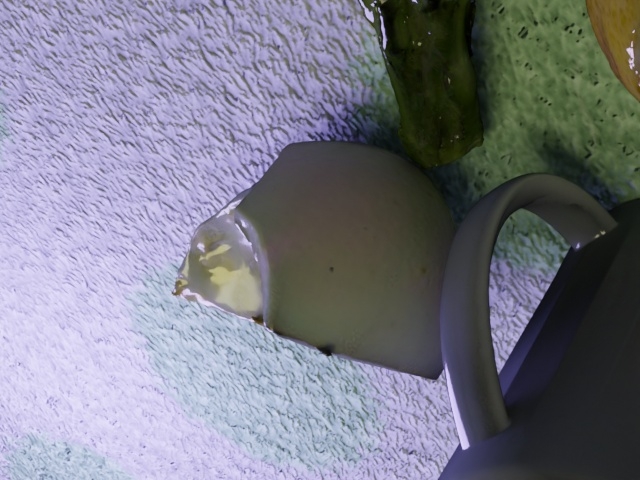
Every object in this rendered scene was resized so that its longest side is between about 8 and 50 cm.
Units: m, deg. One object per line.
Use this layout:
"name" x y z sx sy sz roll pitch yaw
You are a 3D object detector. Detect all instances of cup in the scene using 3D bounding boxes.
"cup" 0.193 0.123 0.915 0.323 0.327 0.237 47 137 -9

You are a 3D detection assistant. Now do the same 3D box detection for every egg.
"egg" 0.016 0.005 1.058 0.206 0.162 0.271 18 178 -14

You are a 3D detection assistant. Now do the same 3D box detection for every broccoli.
"broccoli" 0.072 -0.158 0.906 0.165 0.145 0.304 20 148 24

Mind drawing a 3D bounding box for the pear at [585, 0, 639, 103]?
"pear" 0.268 -0.162 0.691 0.271 0.271 0.271 18 135 19
